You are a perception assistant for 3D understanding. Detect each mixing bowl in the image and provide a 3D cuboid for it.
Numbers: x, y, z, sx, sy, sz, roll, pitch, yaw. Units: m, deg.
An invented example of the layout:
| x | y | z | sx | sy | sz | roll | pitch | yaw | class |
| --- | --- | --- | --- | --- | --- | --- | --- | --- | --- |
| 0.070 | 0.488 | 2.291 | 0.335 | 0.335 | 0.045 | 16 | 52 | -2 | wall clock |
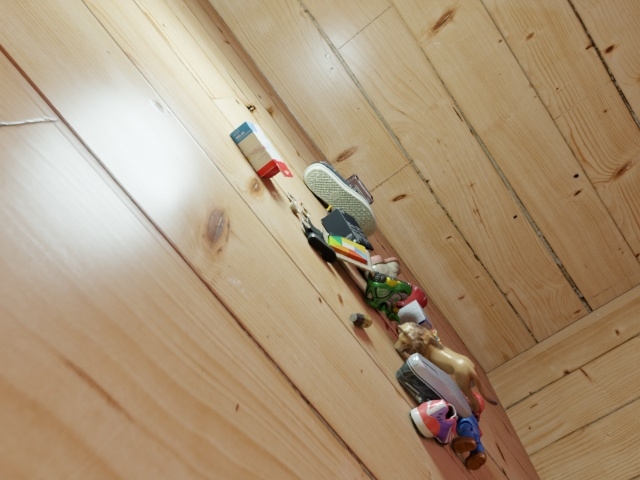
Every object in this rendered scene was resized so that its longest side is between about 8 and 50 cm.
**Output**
| x | y | z | sx | sy | sz | roll | pitch | yaw | class |
| --- | --- | --- | --- | --- | --- | --- | --- | --- | --- |
| 0.398 | 0.293 | 2.241 | 0.181 | 0.181 | 0.098 | 50 | 51 | -19 | mixing bowl |

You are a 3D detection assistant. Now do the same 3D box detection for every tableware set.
| x | y | z | sx | sy | sz | roll | pitch | yaw | class |
| --- | --- | --- | --- | --- | --- | --- | --- | --- | --- |
| -0.074 | -0.109 | 1.798 | 0.141 | 0.020 | 0.169 | 48 | 14 | -29 | tableware set |

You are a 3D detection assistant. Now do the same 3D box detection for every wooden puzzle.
| x | y | z | sx | sy | sz | roll | pitch | yaw | class |
| --- | --- | --- | --- | --- | --- | --- | --- | --- | --- |
| 0.103 | 0.034 | 1.845 | 0.238 | 0.044 | 0.221 | 28 | 17 | -8 | wooden puzzle |

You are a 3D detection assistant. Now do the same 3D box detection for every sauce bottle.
| x | y | z | sx | sy | sz | roll | pitch | yaw | class |
| --- | --- | --- | --- | --- | --- | --- | --- | --- | --- |
| 0.127 | 0.254 | 1.530 | 0.042 | 0.042 | 0.128 | 60 | 14 | 25 | sauce bottle |

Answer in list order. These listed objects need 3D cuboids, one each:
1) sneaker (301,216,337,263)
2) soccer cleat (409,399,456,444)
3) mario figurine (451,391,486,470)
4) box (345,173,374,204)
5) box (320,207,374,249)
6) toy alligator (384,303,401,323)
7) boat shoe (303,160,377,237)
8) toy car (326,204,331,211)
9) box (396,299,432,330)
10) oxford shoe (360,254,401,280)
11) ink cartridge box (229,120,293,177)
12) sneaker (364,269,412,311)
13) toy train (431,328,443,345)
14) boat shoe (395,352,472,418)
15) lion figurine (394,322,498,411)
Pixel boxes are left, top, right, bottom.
| x | y | z | sx | sy | sz | roll | pitch | yaw | class |
| --- | --- | --- | --- | --- | --- | --- | --- | --- | --- |
| -0.002 | 0.002 | 1.695 | 0.170 | 0.051 | 0.089 | 45 | 20 | -26 | sneaker |
| 0.385 | 0.561 | 1.499 | 0.318 | 0.116 | 0.108 | 39 | 19 | -51 | soccer cleat |
| 0.518 | 0.688 | 1.765 | 0.320 | 0.170 | 0.198 | -53 | 144 | -67 | mario figurine |
| 0.153 | -0.224 | 2.544 | 0.168 | 0.203 | 0.167 | 53 | 12 | -10 | box |
| 0.123 | -0.024 | 2.128 | 0.184 | 0.103 | 0.261 | 62 | 14 | 17 | box |
| 0.294 | 0.287 | 2.070 | 0.051 | 0.056 | 0.190 | 5 | 34 | -18 | toy alligator |
| 0.107 | -0.207 | 2.387 | 0.500 | 0.187 | 0.156 | 44 | 21 | -24 | boat shoe |
| 0.059 | -0.114 | 2.268 | 0.060 | 0.040 | 0.122 | 27 | 24 | -20 | toy car |
| 0.405 | 0.355 | 2.121 | 0.072 | 0.126 | 0.137 | 50 | 13 | -29 | box |
| 0.297 | 0.166 | 2.243 | 0.397 | 0.140 | 0.146 | 8 | 53 | -61 | oxford shoe |
| -0.201 | -0.295 | 1.675 | 0.231 | 0.078 | 0.134 | 55 | 13 | 2 | ink cartridge box |
| 0.265 | 0.214 | 1.961 | 0.134 | 0.146 | 0.343 | 21 | 1 | 34 | sneaker |
| 0.664 | 0.584 | 2.698 | 0.166 | 0.046 | 0.125 | 62 | 12 | 18 | toy train |
| 0.379 | 0.504 | 1.622 | 0.335 | 0.119 | 0.121 | 44 | 18 | -19 | boat shoe |
| 0.460 | 0.448 | 1.760 | 0.392 | 0.142 | 0.240 | 16 | -47 | 37 | lion figurine |
